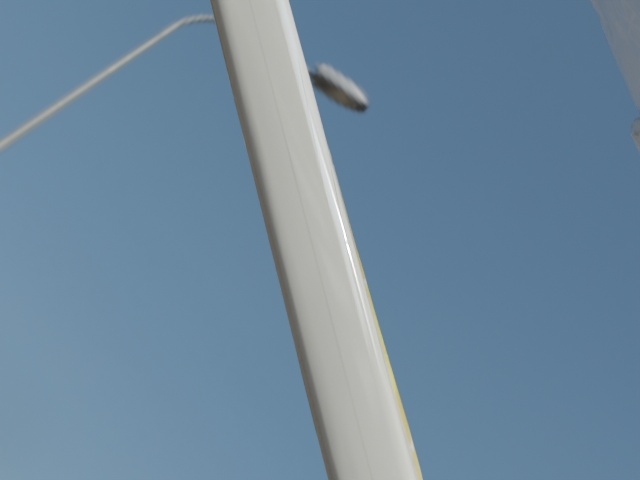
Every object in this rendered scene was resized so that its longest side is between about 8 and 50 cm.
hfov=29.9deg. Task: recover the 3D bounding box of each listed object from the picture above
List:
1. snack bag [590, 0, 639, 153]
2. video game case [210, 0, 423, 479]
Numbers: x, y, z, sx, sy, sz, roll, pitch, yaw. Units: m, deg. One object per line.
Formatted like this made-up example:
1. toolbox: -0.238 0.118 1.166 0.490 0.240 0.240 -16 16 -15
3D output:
1. snack bag: 0.254 -0.070 0.807 0.323 0.037 0.343 -81 146 -80
2. video game case: 0.000 0.000 0.429 0.206 0.026 0.227 71 5 -76
